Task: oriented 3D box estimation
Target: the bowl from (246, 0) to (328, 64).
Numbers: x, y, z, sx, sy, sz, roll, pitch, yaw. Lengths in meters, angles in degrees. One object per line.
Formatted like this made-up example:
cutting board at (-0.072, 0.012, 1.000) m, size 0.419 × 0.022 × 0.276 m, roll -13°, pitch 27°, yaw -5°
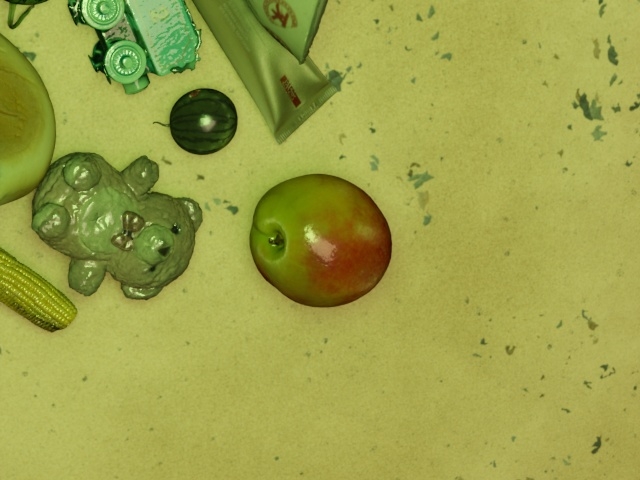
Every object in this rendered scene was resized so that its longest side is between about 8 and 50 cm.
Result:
bowl at (-0.044, -0.440, 1.791) m, size 0.157 × 0.337 × 0.337 m, roll 18°, pitch 101°, yaw -1°

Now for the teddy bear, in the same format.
teddy bear at (-0.318, -0.022, 1.902) m, size 0.267 × 0.151 × 0.236 m, roll 34°, pitch 88°, yaw -18°

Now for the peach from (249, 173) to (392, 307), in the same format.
peach at (0.000, 0.000, 1.965) m, size 0.231 × 0.231 × 0.231 m, roll -5°, pitch 108°, yaw -15°

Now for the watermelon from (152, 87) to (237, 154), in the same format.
watermelon at (-0.195, -0.185, 1.914) m, size 0.133 × 0.105 × 0.105 m, roll -6°, pitch 108°, yaw -4°

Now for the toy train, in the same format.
toy train at (-0.280, -0.331, 1.842) m, size 0.163 × 0.112 × 0.203 m, roll -27°, pitch 113°, yaw -14°

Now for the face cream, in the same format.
face cream at (-0.108, -0.320, 1.918) m, size 0.137 × 0.084 × 0.341 m, roll -45°, pitch 120°, yaw -15°

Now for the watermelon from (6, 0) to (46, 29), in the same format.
watermelon at (-0.428, -0.392, 1.761) m, size 0.140 × 0.141 × 0.187 m, roll 7°, pitch 108°, yaw -19°

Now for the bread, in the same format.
bread at (-0.532, -0.184, 1.731) m, size 0.160 × 0.333 × 0.333 m, roll -23°, pitch 118°, yaw 33°

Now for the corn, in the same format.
corn at (-0.474, 0.073, 1.926) m, size 0.203 × 0.072 × 0.072 m, roll 38°, pitch 93°, yaw -24°
